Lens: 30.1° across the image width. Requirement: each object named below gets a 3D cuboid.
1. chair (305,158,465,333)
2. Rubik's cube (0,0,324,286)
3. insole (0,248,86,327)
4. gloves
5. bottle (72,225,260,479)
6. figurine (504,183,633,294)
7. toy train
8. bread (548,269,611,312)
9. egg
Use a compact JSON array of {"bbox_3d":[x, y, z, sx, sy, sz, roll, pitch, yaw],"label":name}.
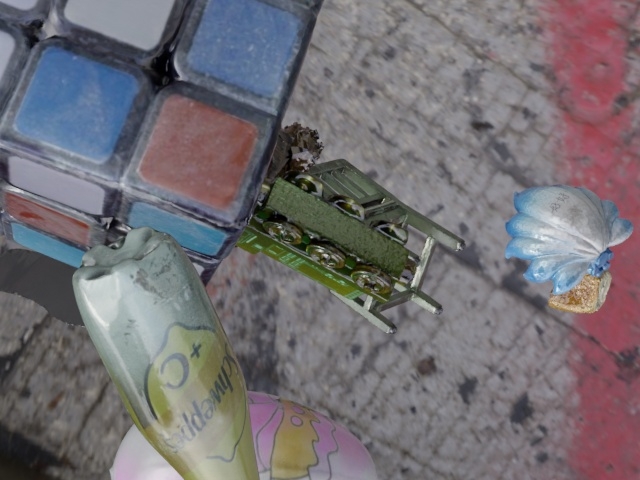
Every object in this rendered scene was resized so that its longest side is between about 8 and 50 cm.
[{"bbox_3d":[0.069,0.007,1.840,0.136,0.270,0.147,-19,134,-46],"label":"chair"},{"bbox_3d":[-0.205,-0.174,1.195,0.363,0.359,0.362,24,74,-7],"label":"Rubik's cube"},{"bbox_3d":[-0.400,0.067,1.794,0.012,0.309,0.110,44,64,-47],"label":"insole"},{"bbox_3d":[-0.097,-0.087,1.737,0.135,0.312,0.210,27,89,-4],"label":"gloves"},{"bbox_3d":[-0.084,0.120,0.821,0.083,0.083,0.269,-23,113,-1],"label":"bottle"},{"bbox_3d":[0.209,-0.011,1.052,0.114,0.114,0.079,-27,143,1],"label":"figurine"},{"bbox_3d":[0.000,0.000,1.402,0.226,0.137,0.090,30,65,-15],"label":"toy train"},{"bbox_3d":[0.380,0.070,1.742,0.070,0.083,0.076,20,103,23],"label":"bread"},{"bbox_3d":[-0.076,0.248,1.220,0.271,0.196,0.196,-2,106,1],"label":"egg"}]
